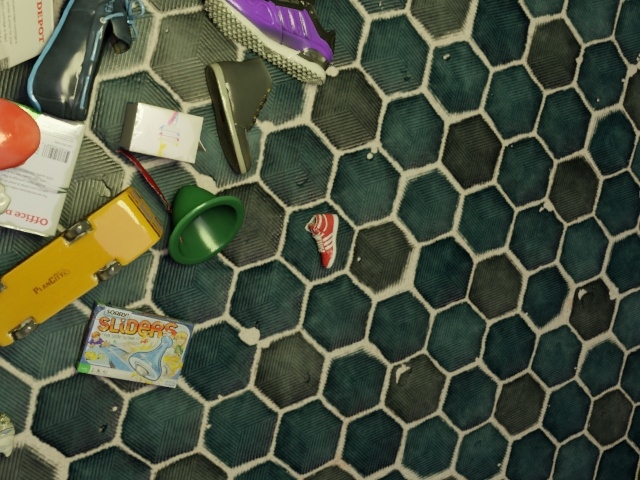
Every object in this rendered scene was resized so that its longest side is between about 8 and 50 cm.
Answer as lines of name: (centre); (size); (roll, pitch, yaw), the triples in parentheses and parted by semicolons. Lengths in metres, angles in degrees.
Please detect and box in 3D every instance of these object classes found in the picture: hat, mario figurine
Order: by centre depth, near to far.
mario figurine: (-0.590, -0.147, 1.208); (0.320, 0.170, 0.198); (-6, 132, 11)
hat: (-0.270, -0.083, 1.486); (0.173, 0.183, 0.209); (-29, 152, -26)

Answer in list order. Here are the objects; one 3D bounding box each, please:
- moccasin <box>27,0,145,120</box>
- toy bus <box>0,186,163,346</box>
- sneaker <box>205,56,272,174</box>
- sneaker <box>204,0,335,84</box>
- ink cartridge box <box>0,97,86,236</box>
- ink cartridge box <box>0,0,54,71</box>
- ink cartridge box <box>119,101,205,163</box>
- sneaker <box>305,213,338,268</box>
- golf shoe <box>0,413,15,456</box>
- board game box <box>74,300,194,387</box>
moccasin: (-0.377, -0.356, 1.302); (0.116, 0.138, 0.342); (24, 82, -5)
toy bus: (-0.445, 0.043, 1.330); (0.332, 0.130, 0.108); (-35, 105, 1)
sneaker: (-0.140, -0.246, 1.484); (0.118, 0.083, 0.222); (-18, 106, -23)
sneaker: (-0.087, -0.436, 1.472); (0.293, 0.102, 0.146); (29, 82, -33)
ink cartridge box: (-0.516, -0.126, 1.316); (0.153, 0.087, 0.209); (17, 92, -27)
ink cartridge box: (-0.543, -0.352, 1.136); (0.273, 0.114, 0.198); (-48, 159, -47)
ink cartridge box: (-0.290, -0.200, 1.413); (0.143, 0.092, 0.090); (9, 96, -29)
sneaker: (0.000, 0.000, 1.625); (0.067, 0.042, 0.119); (5, 90, -31)
golf shoe: (-0.645, 0.379, 1.365); (0.176, 0.069, 0.086); (-7, 109, -24)
board game box: (-0.364, 0.207, 1.487); (0.201, 0.035, 0.136); (16, 93, -28)
